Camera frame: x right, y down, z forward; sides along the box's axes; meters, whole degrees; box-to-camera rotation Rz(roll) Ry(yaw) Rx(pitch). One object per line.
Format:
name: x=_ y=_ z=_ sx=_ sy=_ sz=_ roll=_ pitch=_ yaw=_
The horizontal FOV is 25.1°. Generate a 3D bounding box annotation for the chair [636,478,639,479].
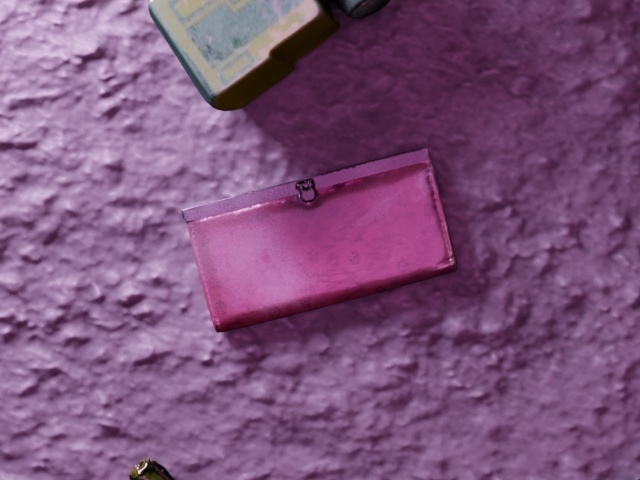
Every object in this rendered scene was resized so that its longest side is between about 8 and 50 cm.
chair: x=0.334 y=0.236 z=1.221 sx=0.160 sy=0.170 sz=0.325 roll=23 pitch=58 yaw=8

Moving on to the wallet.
wallet: x=0.000 y=0.000 z=1.307 sx=0.232 sy=0.025 sz=0.119 roll=-15 pitch=88 yaw=4

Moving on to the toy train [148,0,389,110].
toy train: x=-0.095 y=-0.324 z=1.267 sx=0.237 sy=0.150 sz=0.369 roll=-35 pitch=85 yaw=8

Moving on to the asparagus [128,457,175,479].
asparagus: x=-0.105 y=0.258 z=1.301 sx=0.165 sy=0.036 sz=0.030 roll=41 pitch=76 yaw=5
